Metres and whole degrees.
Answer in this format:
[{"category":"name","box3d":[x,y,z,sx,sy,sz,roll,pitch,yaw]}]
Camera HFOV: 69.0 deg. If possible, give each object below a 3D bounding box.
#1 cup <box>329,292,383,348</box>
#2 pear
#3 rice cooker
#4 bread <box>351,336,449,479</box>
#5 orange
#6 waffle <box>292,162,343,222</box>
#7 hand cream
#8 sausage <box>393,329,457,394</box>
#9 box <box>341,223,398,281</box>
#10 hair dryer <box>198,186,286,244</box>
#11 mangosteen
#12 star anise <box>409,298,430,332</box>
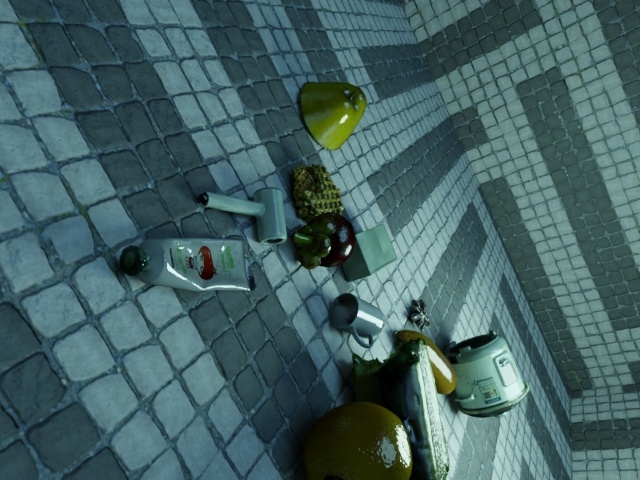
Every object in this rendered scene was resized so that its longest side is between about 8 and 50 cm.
[{"category":"cup","box3d":[0.097,0.227,1.283,0.133,0.099,0.136,32,60,-45]},{"category":"pear","box3d":[0.067,-0.437,1.538,0.267,0.178,0.266,33,49,-48]},{"category":"rice cooker","box3d":[0.605,0.506,1.721,0.317,0.264,0.316,11,68,-29]},{"category":"bread","box3d":[0.206,0.457,1.205,0.251,0.208,0.376,14,61,-60]},{"category":"orange","box3d":[0.080,0.462,1.001,0.236,0.236,0.236,32,48,-43]},{"category":"waffle","box3d":[-0.008,-0.129,1.347,0.197,0.070,0.193,27,52,-47]},{"category":"hand cream","box3d":[-0.241,0.046,0.929,0.336,0.076,0.121,9,67,-61]},{"category":"sausage","box3d":[0.350,0.390,1.556,0.328,0.112,0.112,50,37,-24]},{"category":"box","box3d":[0.147,0.035,1.469,0.225,0.086,0.129,-19,88,-58]},{"category":"hair dryer","box3d":[-0.175,-0.069,1.075,0.236,0.073,0.131,13,63,-49]},{"category":"mangosteen","box3d":[0.012,0.001,1.222,0.181,0.146,0.155,8,85,-69]},{"category":"star anise","box3d":[0.349,0.269,1.659,0.129,0.056,0.124,1,72,-56]}]
